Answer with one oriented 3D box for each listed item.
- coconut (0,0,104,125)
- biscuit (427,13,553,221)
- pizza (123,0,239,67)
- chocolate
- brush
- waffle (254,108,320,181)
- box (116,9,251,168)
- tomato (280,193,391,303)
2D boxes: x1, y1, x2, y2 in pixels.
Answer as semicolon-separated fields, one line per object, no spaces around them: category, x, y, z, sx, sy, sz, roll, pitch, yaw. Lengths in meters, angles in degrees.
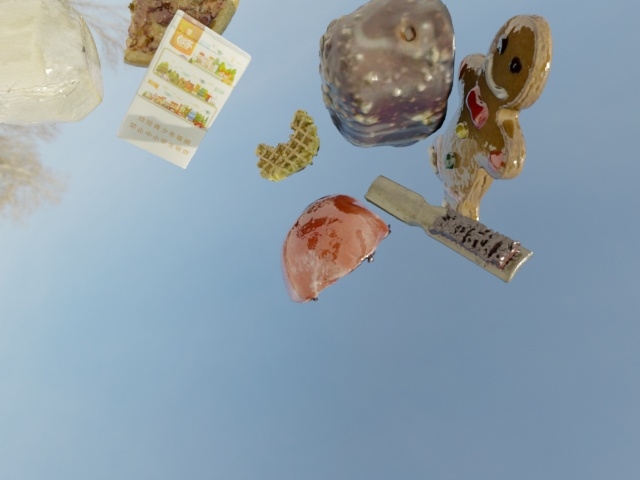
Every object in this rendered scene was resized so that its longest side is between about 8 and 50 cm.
coconut;-0.357;-0.213;0.580;0.162;0.161;0.161;-10;-130;-13
biscuit;0.288;-0.217;0.900;0.064;0.432;0.282;-4;-118;-8
pizza;-0.350;-0.543;1.141;0.336;0.226;0.086;-30;-148;5
chocolate;0.101;-0.294;0.893;0.210;0.340;0.225;-15;-103;-1
brush;0.129;-0.028;0.564;0.043;0.036;0.248;-48;-140;-2
waffle;-0.083;-0.234;1.225;0.194;0.051;0.148;-24;-111;29
box;-0.217;-0.224;0.754;0.220;0.122;0.032;-49;-150;28
tomato;0.000;0.000;0.788;0.199;0.112;0.228;-41;-171;-7
